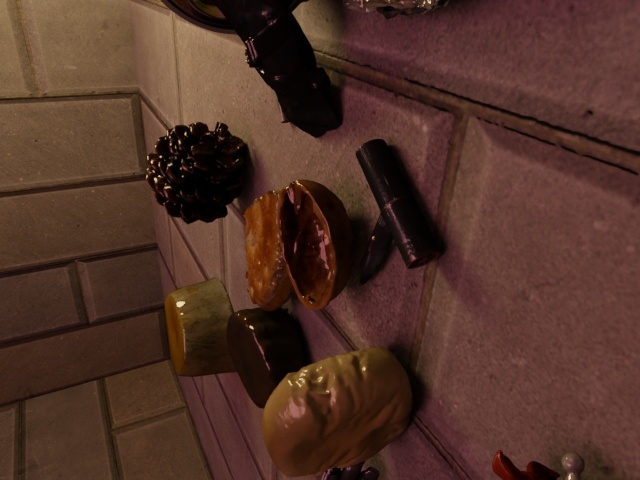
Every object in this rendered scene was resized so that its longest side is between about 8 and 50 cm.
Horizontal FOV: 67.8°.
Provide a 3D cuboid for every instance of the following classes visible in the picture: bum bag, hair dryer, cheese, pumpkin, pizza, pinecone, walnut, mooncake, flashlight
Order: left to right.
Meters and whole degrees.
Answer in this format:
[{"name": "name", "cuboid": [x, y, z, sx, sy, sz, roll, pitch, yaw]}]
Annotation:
[{"name": "pinecone", "cuboid": [-0.291, -0.162, 1.132, 0.257, 0.243, 0.244, -11, 91, 59]}, {"name": "pumpkin", "cuboid": [-0.410, 0.309, 1.603, 0.332, 0.199, 0.333, 35, 132, 51]}, {"name": "mooncake", "cuboid": [-0.114, 0.254, 1.066, 0.228, 0.124, 0.228, 28, 125, 51]}, {"name": "pizza", "cuboid": [-0.094, 0.000, 0.958, 0.226, 0.086, 0.336, -119, 32, -40]}, {"name": "bum bag", "cuboid": [-0.062, -0.270, 0.690, 0.137, 0.074, 0.310, 19, 155, 42]}, {"name": "flashlight", "cuboid": [-0.073, -0.260, 0.883, 0.018, 0.018, 0.083, -13, 89, 64]}, {"name": "walnut", "cuboid": [0.002, 0.001, 0.761, 0.167, 0.087, 0.211, 21, 121, 52]}, {"name": "cheese", "cuboid": [0.021, 0.246, 0.689, 0.226, 0.213, 0.117, 94, 155, -43]}, {"name": "hair dryer", "cuboid": [0.076, -0.016, 0.663, 0.195, 0.050, 0.173, 121, 135, -59]}]

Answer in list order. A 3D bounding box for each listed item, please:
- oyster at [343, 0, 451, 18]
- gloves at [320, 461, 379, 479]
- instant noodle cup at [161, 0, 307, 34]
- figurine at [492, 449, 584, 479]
[{"name": "oyster", "cuboid": [0.087, -0.312, 0.439, 0.267, 0.112, 0.199, 5, 105, 60]}, {"name": "gloves", "cuboid": [0.063, 0.496, 0.803, 0.119, 0.142, 0.286, -10, 90, 36]}, {"name": "instant noodle cup", "cuboid": [-0.130, -0.463, 0.683, 0.258, 0.302, 0.182, -48, 34, 46]}, {"name": "figurine", "cuboid": [0.213, 0.286, 0.384, 0.226, 0.183, 0.160, -110, 33, -44]}]
